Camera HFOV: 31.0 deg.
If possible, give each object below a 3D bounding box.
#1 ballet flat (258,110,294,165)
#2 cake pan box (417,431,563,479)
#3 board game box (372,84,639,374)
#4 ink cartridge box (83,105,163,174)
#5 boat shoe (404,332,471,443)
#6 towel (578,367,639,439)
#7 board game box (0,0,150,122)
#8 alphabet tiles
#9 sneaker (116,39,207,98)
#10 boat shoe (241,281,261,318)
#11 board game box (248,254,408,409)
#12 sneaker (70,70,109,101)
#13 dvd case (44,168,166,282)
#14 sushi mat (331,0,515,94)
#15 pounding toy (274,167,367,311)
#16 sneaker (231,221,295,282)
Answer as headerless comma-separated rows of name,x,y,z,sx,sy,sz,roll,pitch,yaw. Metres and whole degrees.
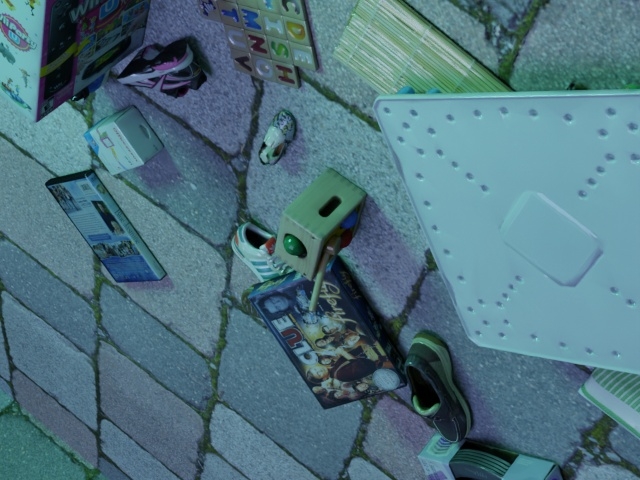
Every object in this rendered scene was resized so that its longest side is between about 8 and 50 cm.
ballet flat,-0.066,-0.141,1.668,0.041,0.041,0.114,40,148,8
cake pan box,0.307,0.442,1.898,0.246,0.070,0.267,7,132,42
board game box,0.280,-0.014,1.359,0.390,0.050,0.390,6,130,45
ink cartridge box,-0.330,-0.166,1.932,0.122,0.052,0.088,-12,118,53
boat shoe,0.175,0.245,1.809,0.080,0.073,0.223,15,138,39
towel,0.478,0.189,1.429,0.248,0.038,0.325,39,148,10
board game box,-0.337,-0.328,1.584,0.097,0.224,0.303,40,149,8
alphabet tiles,-0.095,-0.311,1.530,0.198,0.009,0.237,21,141,33
sneaker,-0.236,-0.242,1.722,0.178,0.072,0.077,6,143,53
boat shoe,-0.043,0.114,1.925,0.178,0.060,0.064,23,127,17
board game box,0.016,0.152,1.855,0.165,0.042,0.243,-21,113,30
sneaker,-0.373,-0.275,1.820,0.058,0.084,0.152,42,148,5
dvd case,-0.417,-0.023,2.231,0.180,0.022,0.253,-5,124,52
sushi mat,0.153,-0.174,1.396,0.316,0.019,0.151,40,149,7
pounding toy,0.000,0.000,1.659,0.100,0.141,0.130,35,148,14
sneaker,-0.077,0.033,1.867,0.161,0.057,0.075,43,154,8
